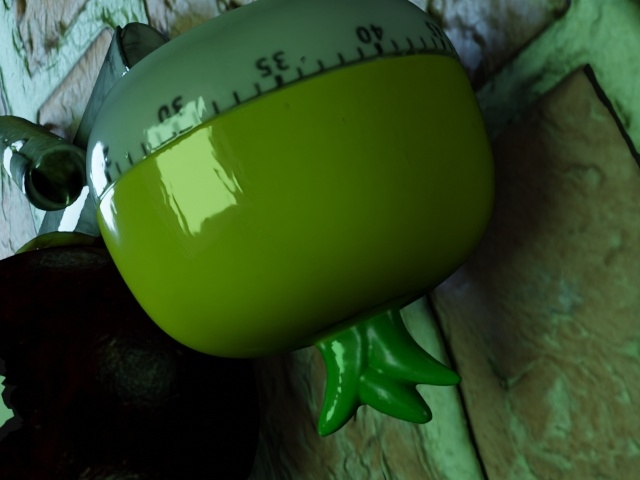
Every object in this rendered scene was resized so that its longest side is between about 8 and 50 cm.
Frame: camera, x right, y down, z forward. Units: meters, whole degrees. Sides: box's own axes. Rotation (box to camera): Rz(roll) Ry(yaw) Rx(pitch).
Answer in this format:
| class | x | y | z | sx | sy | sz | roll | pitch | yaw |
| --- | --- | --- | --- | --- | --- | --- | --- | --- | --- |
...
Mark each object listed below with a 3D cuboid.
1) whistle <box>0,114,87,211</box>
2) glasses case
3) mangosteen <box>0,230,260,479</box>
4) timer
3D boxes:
| class | x | y | z | sx | sy | sz | roll | pitch | yaw |
| --- | --- | --- | --- | --- | --- | --- | --- | --- | --- |
| whistle | -0.288 | -0.086 | 1.372 | 0.326 | 0.068 | 0.057 | -149 | 49 | -68 |
| glasses case | -0.210 | -0.063 | 1.335 | 0.299 | 0.060 | 0.114 | -61 | 39 | 37 |
| mangosteen | -0.201 | 0.123 | 1.161 | 0.347 | 0.307 | 0.307 | -85 | 20 | -49 |
| timer | 0.000 | 0.000 | 0.887 | 0.285 | 0.285 | 0.285 | 7 | 98 | 54 |
